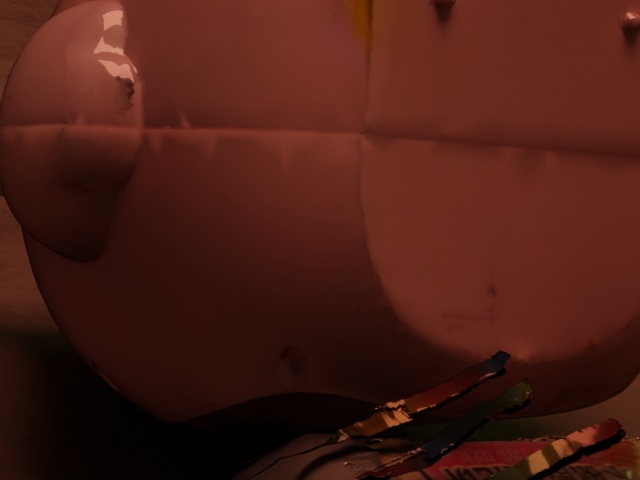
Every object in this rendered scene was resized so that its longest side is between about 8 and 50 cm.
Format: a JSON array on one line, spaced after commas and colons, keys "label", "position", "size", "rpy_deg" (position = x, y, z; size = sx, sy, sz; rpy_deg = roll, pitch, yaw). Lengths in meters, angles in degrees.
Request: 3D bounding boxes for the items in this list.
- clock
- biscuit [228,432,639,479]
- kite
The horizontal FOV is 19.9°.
[{"label": "clock", "position": [-0.002, -0.025, 0.938], "size": [0.368, 0.250, 0.377], "rpy_deg": [3, -2, -31]}, {"label": "biscuit", "position": [0.115, 0.137, 0.763], "size": [0.309, 0.079, 0.186], "rpy_deg": [4, 14, -19]}, {"label": "kite", "position": [-0.026, 0.115, 0.701], "size": [0.285, 0.015, 0.152], "rpy_deg": [-23, 27, -12]}]
